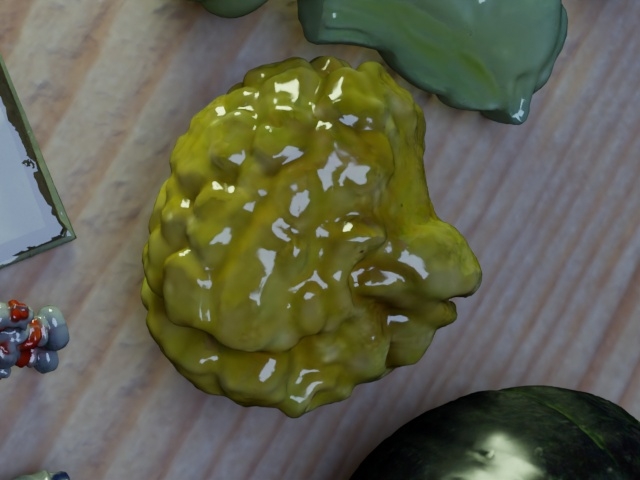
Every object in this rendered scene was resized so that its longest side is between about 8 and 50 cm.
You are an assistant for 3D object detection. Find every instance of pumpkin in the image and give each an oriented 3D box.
[{"bbox_3d":[0.138,0.252,0.847,0.323,0.241,0.323,4,81,-27],"label":"pumpkin"}]

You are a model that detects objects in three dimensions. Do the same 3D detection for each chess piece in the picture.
[{"bbox_3d":[0.053,-0.198,0.913,0.298,0.176,0.175,18,80,-27],"label":"chess piece"}]

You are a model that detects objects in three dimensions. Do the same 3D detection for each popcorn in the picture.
[{"bbox_3d":[0.000,0.000,0.844,0.203,0.200,0.226,26,49,15],"label":"popcorn"}]

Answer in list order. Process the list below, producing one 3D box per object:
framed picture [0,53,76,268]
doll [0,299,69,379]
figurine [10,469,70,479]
[{"bbox_3d":[-0.292,-0.037,0.849,0.231,0.010,0.173,-21,93,-19],"label":"framed picture"},{"bbox_3d":[-0.244,0.057,0.822,0.180,0.094,0.079,7,46,-27],"label":"doll"},{"bbox_3d":[-0.286,0.168,0.784,0.274,0.133,0.194,-14,57,-41],"label":"figurine"}]
